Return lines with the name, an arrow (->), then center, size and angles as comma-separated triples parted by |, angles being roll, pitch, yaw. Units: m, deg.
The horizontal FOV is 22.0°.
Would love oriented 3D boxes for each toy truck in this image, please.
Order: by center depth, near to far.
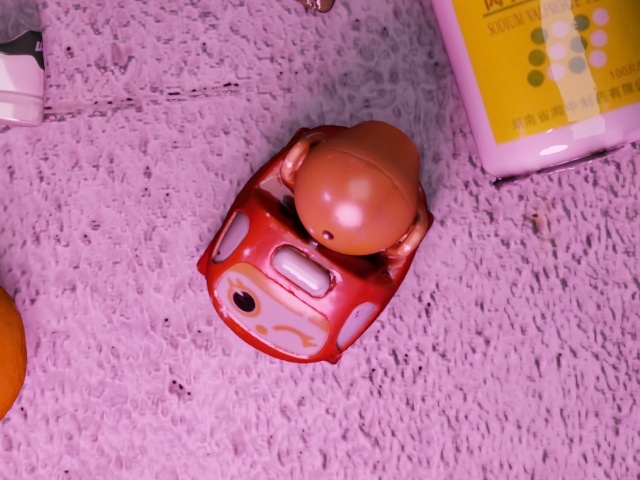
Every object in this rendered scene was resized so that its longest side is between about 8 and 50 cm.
toy truck -> 0.000, 0.000, 1.614 | 0.189, 0.239, 0.265 | 35, 94, -1

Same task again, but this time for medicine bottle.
medicine bottle -> 0.210, -0.261, 1.611 | 0.214, 0.213, 0.378 | -18, 93, 2

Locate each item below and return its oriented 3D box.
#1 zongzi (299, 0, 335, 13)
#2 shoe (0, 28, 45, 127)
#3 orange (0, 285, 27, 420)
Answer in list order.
zongzi -> -0.023, -0.298, 1.696 | 0.113, 0.052, 0.104 | 27, 99, 12
shoe -> -0.408, -0.186, 1.686 | 0.265, 0.095, 0.110 | 11, 88, -5
orange -> -0.405, 0.113, 1.650 | 0.219, 0.193, 0.219 | 6, 110, 16
